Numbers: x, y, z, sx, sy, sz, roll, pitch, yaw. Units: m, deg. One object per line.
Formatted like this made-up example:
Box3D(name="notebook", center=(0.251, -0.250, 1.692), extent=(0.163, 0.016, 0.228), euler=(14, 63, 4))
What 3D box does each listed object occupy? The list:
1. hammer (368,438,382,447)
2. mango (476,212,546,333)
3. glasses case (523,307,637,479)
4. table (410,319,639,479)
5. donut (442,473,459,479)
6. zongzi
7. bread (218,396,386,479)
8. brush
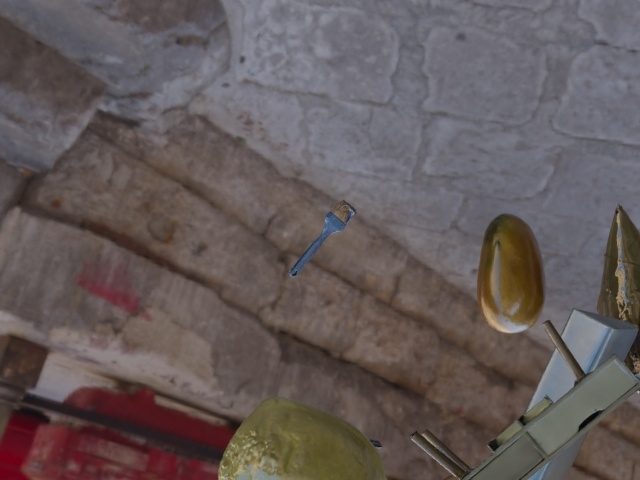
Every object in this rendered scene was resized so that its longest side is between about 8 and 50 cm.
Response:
Box3D(name="hammer", center=(0.187, 0.617, 1.843), extent=(0.440, 0.168, 0.044), euler=(44, -177, -9))
Box3D(name="mango", center=(0.407, 0.070, 1.736), extent=(0.139, 0.254, 0.175), euler=(3, -177, 22))
Box3D(name="glasses case", center=(0.339, 0.228, 1.101), extent=(0.105, 0.266, 0.056), euler=(14, -165, -25))
Box3D(name="table", center=(0.210, 0.191, 0.878), extent=(0.111, 0.240, 0.121), euler=(50, -174, 19))
Box3D(name="donut", center=(0.307, 0.538, 1.450), extent=(0.278, 0.277, 0.108), euler=(15, 153, -2))
Box3D(name="zongzi", center=(0.663, 0.125, 1.714), extent=(0.154, 0.289, 0.317), euler=(-15, 125, 13))
Box3D(name="bread", center=(-0.036, 0.466, 1.585), extent=(0.321, 0.237, 0.320), euler=(15, 142, 12))
Box3D(name="brush", center=(0.000, 0.000, 1.432), extent=(0.014, 0.164, 0.051), euler=(41, -178, 42))
